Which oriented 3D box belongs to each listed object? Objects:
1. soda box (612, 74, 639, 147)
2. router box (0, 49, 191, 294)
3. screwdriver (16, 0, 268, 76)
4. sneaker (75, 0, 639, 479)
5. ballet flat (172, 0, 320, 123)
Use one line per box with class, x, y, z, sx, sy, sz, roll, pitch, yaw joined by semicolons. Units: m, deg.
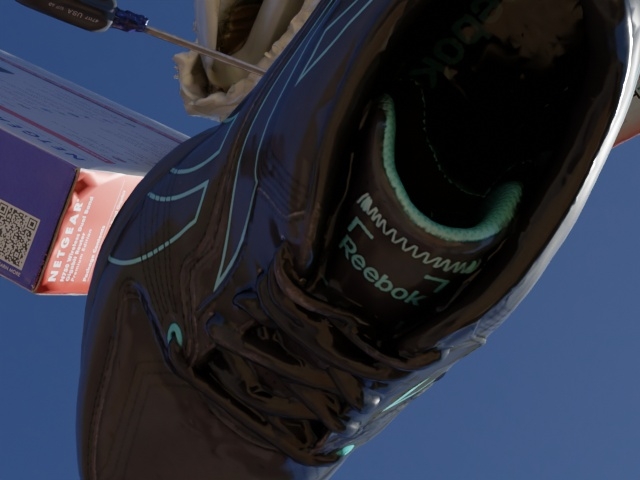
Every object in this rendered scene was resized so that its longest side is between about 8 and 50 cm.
soda box;0.207;-0.101;1.220;0.183;0.063;0.058;-26;-71;-17
router box;-0.221;-0.067;1.073;0.335;0.301;0.082;26;-80;25
screwdriver;-0.077;-0.107;0.784;0.170;0.024;0.025;12;-81;-32
sneaker;0.000;0.000;0.403;0.101;0.106;0.267;28;-63;-7
ballet flat;-0.006;-0.206;1.042;0.147;0.147;0.409;29;-41;1
